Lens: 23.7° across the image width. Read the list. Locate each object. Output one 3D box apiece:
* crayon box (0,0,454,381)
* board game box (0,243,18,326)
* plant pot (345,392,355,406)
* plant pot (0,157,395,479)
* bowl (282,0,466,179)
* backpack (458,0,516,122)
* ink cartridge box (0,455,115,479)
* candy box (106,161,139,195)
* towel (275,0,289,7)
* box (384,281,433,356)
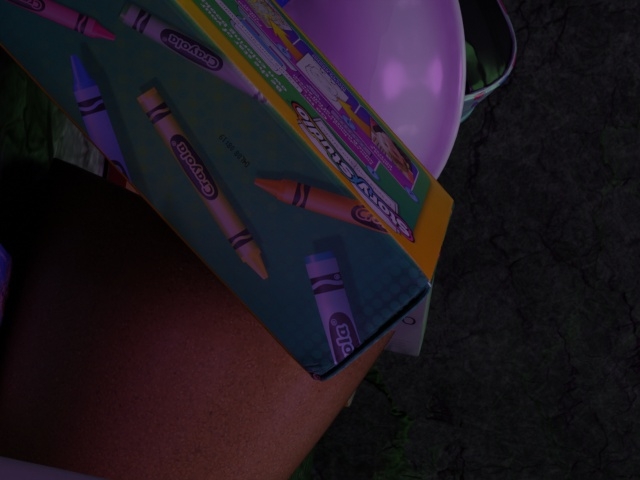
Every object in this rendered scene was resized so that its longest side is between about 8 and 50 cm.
[{"bbox_3d":[-0.053,-0.075,0.791,0.081,0.278,0.165,-41,-174,17],"label":"crayon box"},{"bbox_3d":[-0.197,0.042,0.842,0.090,0.020,0.090,83,21,-73],"label":"board game box"},{"bbox_3d":[-0.047,0.087,1.553,0.205,0.187,0.205,12,90,-84],"label":"plant pot"},{"bbox_3d":[-0.114,0.114,0.944,0.254,0.237,0.237,-64,173,-2],"label":"plant pot"},{"bbox_3d":[-0.019,-0.155,1.307,0.134,0.298,0.298,-11,123,-35],"label":"bowl"},{"bbox_3d":[0.060,-0.218,1.493,0.254,0.225,0.191,62,-35,16],"label":"backpack"},{"bbox_3d":[-0.133,0.153,0.640,0.193,0.234,0.088,91,12,-66],"label":"ink cartridge box"},{"bbox_3d":[-0.118,-0.081,1.197,0.187,0.053,0.109,-57,158,-71],"label":"candy box"},{"bbox_3d":[-0.059,-0.274,1.035,0.228,0.076,0.308,-51,156,-45],"label":"towel"},{"bbox_3d":[0.039,0.044,2.084,0.322,0.232,0.058,92,11,-58],"label":"box"}]
